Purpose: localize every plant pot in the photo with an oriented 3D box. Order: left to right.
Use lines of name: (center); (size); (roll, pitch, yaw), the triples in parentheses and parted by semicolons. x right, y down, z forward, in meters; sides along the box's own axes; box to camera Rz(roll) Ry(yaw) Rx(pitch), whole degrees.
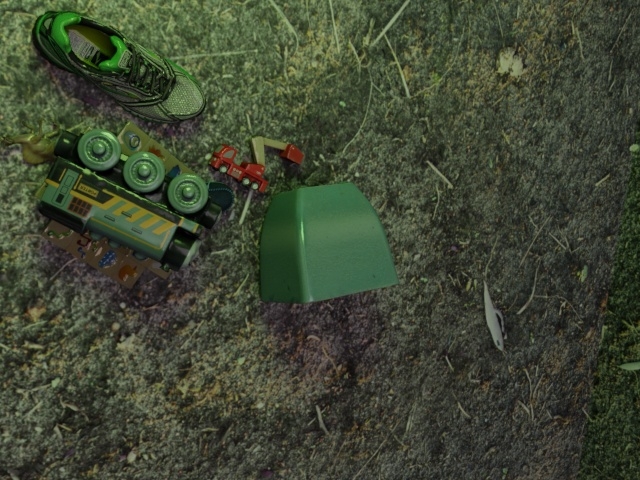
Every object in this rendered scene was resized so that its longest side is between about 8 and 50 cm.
plant pot: (0.000, 0.000, 1.536); (0.247, 0.247, 0.252); (-9, 90, -29)

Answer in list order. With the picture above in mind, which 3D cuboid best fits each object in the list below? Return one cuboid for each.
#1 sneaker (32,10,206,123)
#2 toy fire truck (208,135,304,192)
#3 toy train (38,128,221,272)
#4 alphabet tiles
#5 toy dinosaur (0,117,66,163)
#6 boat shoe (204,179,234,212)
sneaker: (-0.370, -0.319, 1.269); (0.343, 0.146, 0.134); (21, 92, -34)
toy fire truck: (-0.145, -0.185, 1.501); (0.192, 0.047, 0.135); (27, 88, -33)
toy train: (-0.360, -0.074, 1.258); (0.334, 0.142, 0.190); (27, 82, -14)
alphabet tiles: (-0.397, -0.068, 1.381); (0.342, 0.011, 0.285); (41, 81, -39)
toy dinosaur: (-0.527, -0.182, 1.280); (0.093, 0.053, 0.183); (-54, 139, 5)
boat shoe: (-0.290, -0.049, 1.402); (0.258, 0.089, 0.109); (-26, 121, -27)
